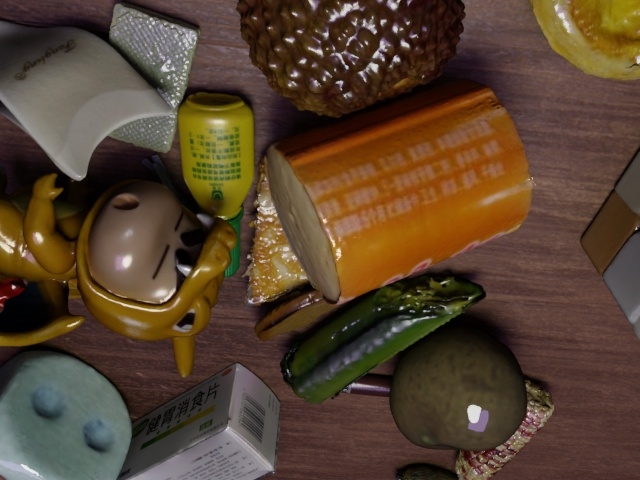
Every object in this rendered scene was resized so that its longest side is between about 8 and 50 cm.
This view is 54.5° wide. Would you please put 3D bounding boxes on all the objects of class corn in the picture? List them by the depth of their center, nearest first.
[{"bbox_3d":[0.360,0.395,1.251,0.098,0.098,0.290,18,124,-10],"label":"corn"}]

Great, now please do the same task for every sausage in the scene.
[{"bbox_3d":[0.095,-0.066,0.839,0.287,0.233,0.233,-20,122,-13],"label":"sausage"}]

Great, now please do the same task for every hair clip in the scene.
[{"bbox_3d":[-0.362,-0.212,0.829,0.282,0.172,0.113,25,144,27],"label":"hair clip"},{"bbox_3d":[-0.244,-0.082,0.993,0.030,0.039,0.115,-24,116,9],"label":"hair clip"}]

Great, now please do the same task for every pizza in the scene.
[{"bbox_3d":[0.000,0.000,1.019,0.251,0.074,0.288,12,122,-6],"label":"pizza"}]

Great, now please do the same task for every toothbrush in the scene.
[{"bbox_3d":[0.118,0.285,1.216,0.363,0.041,0.041,6,122,-4],"label":"toothbrush"}]

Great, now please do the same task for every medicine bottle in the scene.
[{"bbox_3d":[-0.158,-0.075,0.972,0.111,0.076,0.309,4,123,1],"label":"medicine bottle"}]

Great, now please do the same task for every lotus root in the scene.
[{"bbox_3d":[0.244,0.539,1.347,0.179,0.081,0.089,16,122,-8],"label":"lotus root"}]

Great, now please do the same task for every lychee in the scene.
[{"bbox_3d":[0.031,-0.284,0.747,0.267,0.268,0.268,0,122,1],"label":"lychee"}]

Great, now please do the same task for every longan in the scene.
[{"bbox_3d":[0.235,0.264,1.088,0.215,0.246,0.246,47,115,6],"label":"longan"}]

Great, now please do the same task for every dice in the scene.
[{"bbox_3d":[-0.537,0.390,1.158,0.268,0.265,0.262,-37,115,21],"label":"dice"}]

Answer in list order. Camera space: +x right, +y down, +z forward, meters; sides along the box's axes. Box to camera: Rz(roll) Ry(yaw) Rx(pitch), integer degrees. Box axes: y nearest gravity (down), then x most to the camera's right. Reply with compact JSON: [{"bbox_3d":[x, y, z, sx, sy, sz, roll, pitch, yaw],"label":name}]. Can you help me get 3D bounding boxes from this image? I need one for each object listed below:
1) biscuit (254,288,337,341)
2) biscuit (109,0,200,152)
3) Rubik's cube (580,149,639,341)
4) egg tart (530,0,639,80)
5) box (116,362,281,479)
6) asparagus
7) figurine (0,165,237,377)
[{"bbox_3d":[-0.010,0.111,1.068,0.228,0.031,0.176,-22,165,-4],"label":"biscuit"},{"bbox_3d":[-0.254,-0.229,0.900,0.121,0.041,0.200,16,121,-10],"label":"biscuit"},{"bbox_3d":[0.641,0.004,0.856,0.346,0.344,0.347,17,122,-9],"label":"Rubik's cube"},{"bbox_3d":[0.393,-0.361,0.758,0.318,0.128,0.319,-1,122,-1],"label":"egg tart"},{"bbox_3d":[-0.248,0.406,1.218,0.332,0.173,0.145,-32,114,19],"label":"box"},{"bbox_3d":[0.100,0.154,1.095,0.381,0.108,0.128,-37,84,20],"label":"asparagus"},{"bbox_3d":[-0.336,0.032,0.933,0.386,0.401,0.268,18,82,-8],"label":"figurine"}]
